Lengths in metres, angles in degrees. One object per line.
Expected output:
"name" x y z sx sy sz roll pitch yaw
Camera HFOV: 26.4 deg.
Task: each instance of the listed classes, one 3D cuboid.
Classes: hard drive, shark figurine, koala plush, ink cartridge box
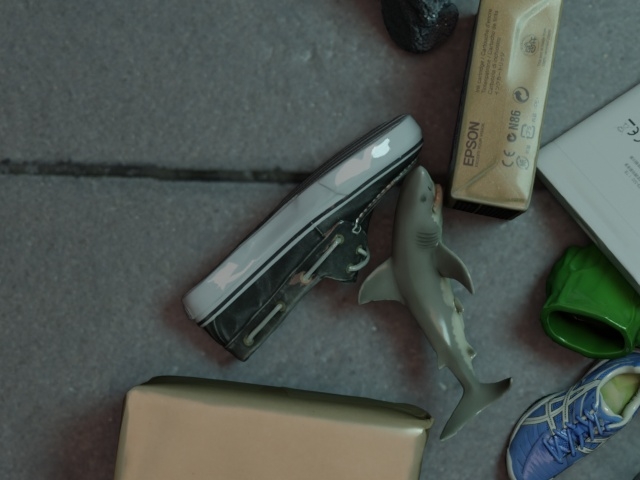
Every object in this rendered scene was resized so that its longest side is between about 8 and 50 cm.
"hard drive" 0.435 -0.109 1.483 0.353 0.047 0.233 -34 50 0
"shark figurine" 0.104 0.073 1.470 0.116 0.166 0.278 -15 84 -10
"koala plush" 0.139 -0.354 1.496 0.221 0.203 0.196 -40 89 -13
"ink cartridge box" 0.194 -0.146 1.474 0.088 0.193 0.235 9 88 3

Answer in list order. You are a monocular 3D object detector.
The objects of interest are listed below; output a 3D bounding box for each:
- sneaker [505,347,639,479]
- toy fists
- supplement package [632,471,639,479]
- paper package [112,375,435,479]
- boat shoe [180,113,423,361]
"sneaker" 0.288 0.196 1.520 0.080 0.081 0.211 45 91 0
"toy fists" 0.381 0.080 1.479 0.279 0.096 0.142 17 50 24
"supplement package" 0.443 0.314 1.454 0.194 0.203 0.149 41 89 1
"paper package" -0.063 0.313 1.478 0.324 0.168 0.310 8 88 0
"boat shoe" 0.000 0.000 1.523 0.335 0.121 0.119 -41 96 10
